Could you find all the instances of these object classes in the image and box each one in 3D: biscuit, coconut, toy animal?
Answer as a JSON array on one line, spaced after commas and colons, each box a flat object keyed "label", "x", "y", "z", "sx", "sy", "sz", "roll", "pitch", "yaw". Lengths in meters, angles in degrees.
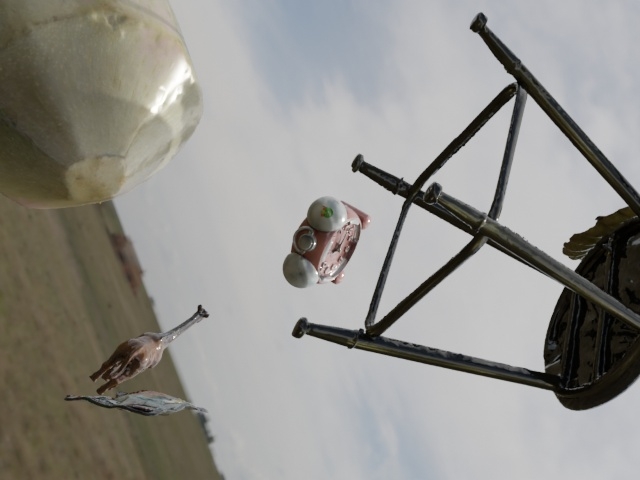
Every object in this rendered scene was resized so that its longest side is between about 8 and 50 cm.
[{"label": "biscuit", "x": 0.479, "y": -0.012, "z": 1.780, "sx": 0.273, "sy": 0.187, "sz": 0.036, "roll": 37, "pitch": 33, "yaw": -74}, {"label": "coconut", "x": -0.326, "y": -0.200, "z": 1.428, "sx": 0.352, "sy": 0.352, "sz": 0.353, "roll": 159, "pitch": -90, "yaw": -80}, {"label": "toy animal", "x": -0.321, "y": 0.205, "z": 2.113, "sx": 0.066, "sy": 0.229, "sz": 0.224, "roll": 51, "pitch": 2, "yaw": 6}]

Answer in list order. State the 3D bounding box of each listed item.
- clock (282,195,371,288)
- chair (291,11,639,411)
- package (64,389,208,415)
[{"label": "clock", "x": 0.000, "y": 0.000, "z": 1.899, "sx": 0.092, "sy": 0.166, "sz": 0.162, "roll": 30, "pitch": 11, "yaw": 19}, {"label": "chair", "x": 0.259, "y": 0.009, "z": 1.522, "sx": 0.362, "sy": 0.410, "sz": 0.365, "roll": -48, "pitch": -163, "yaw": 46}, {"label": "package", "x": -0.288, "y": 0.261, "z": 1.781, "sx": 0.232, "sy": 0.166, "sz": 0.040, "roll": 28, "pitch": 68, "yaw": -69}]
